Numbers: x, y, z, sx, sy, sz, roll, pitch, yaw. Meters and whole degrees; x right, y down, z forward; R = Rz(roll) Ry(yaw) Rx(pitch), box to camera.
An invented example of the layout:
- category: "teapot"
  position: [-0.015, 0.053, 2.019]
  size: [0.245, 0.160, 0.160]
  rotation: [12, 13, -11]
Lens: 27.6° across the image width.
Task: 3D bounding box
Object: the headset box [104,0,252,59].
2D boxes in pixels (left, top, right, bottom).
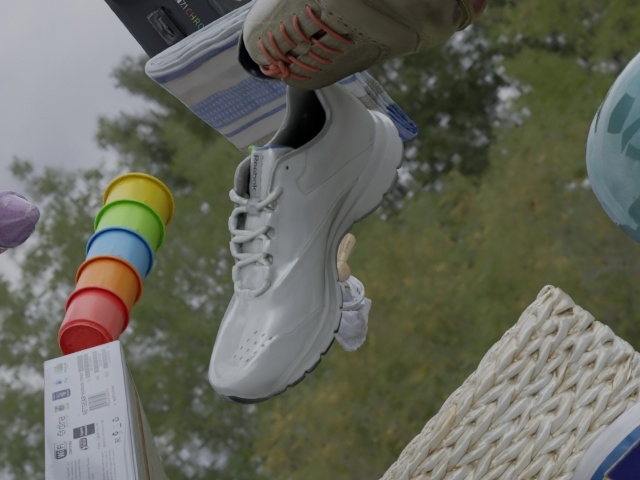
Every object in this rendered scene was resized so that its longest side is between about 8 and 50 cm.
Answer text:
- category: "headset box"
  position: [-0.154, -0.321, 1.879]
  size: [0.131, 0.246, 0.283]
  rotation: [-40, -4, 24]

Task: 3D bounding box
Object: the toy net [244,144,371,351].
- category: "toy net"
  position: [0.000, 0.000, 1.343]
  size: [0.122, 0.232, 0.045]
  rotation: [-1, -22, -40]

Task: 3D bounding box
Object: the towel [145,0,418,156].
- category: "towel"
  position: [-0.041, -0.164, 1.520]
  size: [0.209, 0.034, 0.285]
  rotation: [-22, -42, 29]

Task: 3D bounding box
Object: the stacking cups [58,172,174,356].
- category: "stacking cups"
  position: [-0.242, 0.029, 1.551]
  size: [0.096, 0.096, 0.316]
  rotation: [-53, 15, 25]

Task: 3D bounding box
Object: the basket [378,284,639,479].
- category: "basket"
  position: [0.234, 0.277, 1.432]
  size: [0.331, 0.266, 0.328]
  rotation: [-48, -12, -14]

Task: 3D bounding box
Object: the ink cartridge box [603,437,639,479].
- category: "ink cartridge box"
  position: [0.328, 0.038, 0.636]
  size: [0.176, 0.069, 0.371]
  rotation: [28, -64, -28]

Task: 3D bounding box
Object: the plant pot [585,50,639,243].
- category: "plant pot"
  position: [0.457, -0.139, 1.455]
  size: [0.293, 0.293, 0.196]
  rotation: [-41, -24, -20]

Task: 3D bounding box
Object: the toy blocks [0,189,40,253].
- category: "toy blocks"
  position: [-0.408, -0.034, 1.083]
  size: [0.260, 0.288, 0.309]
  rotation: [-7, 30, 44]

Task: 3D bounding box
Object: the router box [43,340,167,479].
- category: "router box"
  position: [-0.174, 0.306, 1.216]
  size: [0.082, 0.335, 0.301]
  rotation: [-16, -63, -5]

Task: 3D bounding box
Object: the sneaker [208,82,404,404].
- category: "sneaker"
  position: [-0.035, -0.007, 1.092]
  size: [0.129, 0.111, 0.297]
  rotation: [43, -121, -44]

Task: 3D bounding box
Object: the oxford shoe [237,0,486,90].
- category: "oxford shoe"
  position: [0.018, -0.159, 0.951]
  size: [0.130, 0.123, 0.348]
  rotation: [-46, 10, -6]

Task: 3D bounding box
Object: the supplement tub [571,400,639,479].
- category: "supplement tub"
  position: [0.341, 0.251, 1.177]
  size: [0.144, 0.200, 0.144]
  rotation: [-29, -36, -23]
